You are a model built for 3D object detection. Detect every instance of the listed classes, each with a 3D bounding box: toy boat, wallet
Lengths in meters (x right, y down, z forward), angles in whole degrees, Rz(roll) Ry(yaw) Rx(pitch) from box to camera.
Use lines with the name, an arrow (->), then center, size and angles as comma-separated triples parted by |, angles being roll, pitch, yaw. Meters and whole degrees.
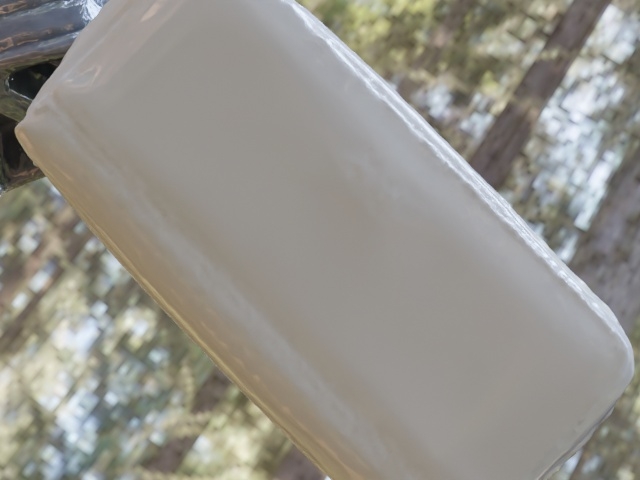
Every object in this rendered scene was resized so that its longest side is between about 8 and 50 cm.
toy boat -> -0.211, -0.074, 1.092 | 0.283, 0.078, 0.127 | -17, -24, 28
wallet -> 0.000, 0.000, 0.557 | 0.190, 0.095, 0.033 | 47, 0, 6
